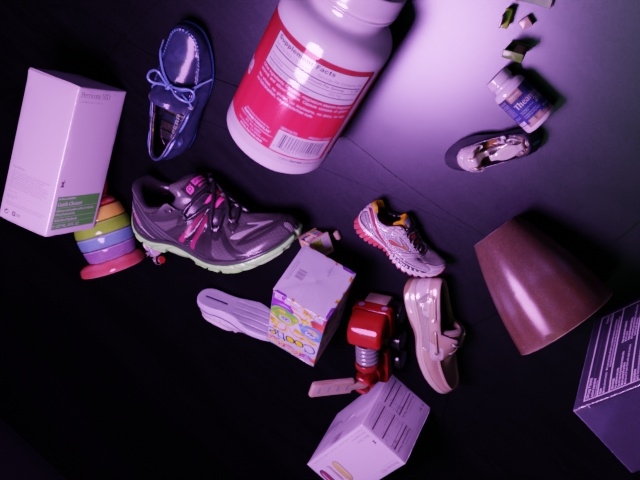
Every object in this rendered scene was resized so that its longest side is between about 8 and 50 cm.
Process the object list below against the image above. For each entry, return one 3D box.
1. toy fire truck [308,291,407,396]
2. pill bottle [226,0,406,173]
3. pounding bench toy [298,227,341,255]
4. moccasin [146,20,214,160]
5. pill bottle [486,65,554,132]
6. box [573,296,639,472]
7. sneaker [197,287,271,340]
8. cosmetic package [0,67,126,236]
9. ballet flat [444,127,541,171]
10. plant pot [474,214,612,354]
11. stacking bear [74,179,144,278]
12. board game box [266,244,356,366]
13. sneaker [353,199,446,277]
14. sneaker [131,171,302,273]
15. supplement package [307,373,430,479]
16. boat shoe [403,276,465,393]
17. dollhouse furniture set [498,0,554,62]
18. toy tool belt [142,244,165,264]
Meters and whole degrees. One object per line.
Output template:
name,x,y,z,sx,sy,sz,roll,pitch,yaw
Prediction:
toy fire truck,0.090,0.266,1.719,0.158,0.246,0.217,11,124,23
pill bottle,-0.008,-0.340,1.395,0.229,0.229,0.408,37,130,3
pounding bench toy,0.000,0.000,1.730,0.065,0.083,0.052,24,138,57
moccasin,-0.322,-0.320,1.657,0.137,0.117,0.342,24,128,14
pill bottle,0.365,-0.261,1.342,0.120,0.067,0.067,43,131,-2
box,0.659,0.228,1.344,0.183,0.296,0.294,47,131,-6
sneaker,-0.213,0.209,1.970,0.258,0.094,0.091,24,147,19
cosmetic package,-0.623,-0.213,1.766,0.155,0.197,0.366,23,105,15
ballet flat,0.326,-0.172,1.421,0.203,0.074,0.074,-11,113,34
plant pot,0.418,0.071,1.456,0.230,0.215,0.215,54,131,7
stacking bear,-0.595,-0.060,1.958,0.164,0.175,0.289,-1,110,59
board game box,-0.027,0.161,1.733,0.142,0.144,0.275,29,150,9
sneaker,0.181,-0.002,1.600,0.225,0.088,0.093,35,129,5
sneaker,-0.275,-0.056,1.760,0.482,0.185,0.202,9,127,23
supplement package,0.124,0.506,1.883,0.145,0.204,0.262,41,130,-1
boat shoe,0.279,0.222,1.680,0.098,0.109,0.302,-5,111,33
dollhouse furniture set,0.355,-0.394,1.267,0.076,0.058,0.152,22,128,15
toy tool belt,-0.458,0.026,2.010,0.083,0.052,0.051,59,160,-10
